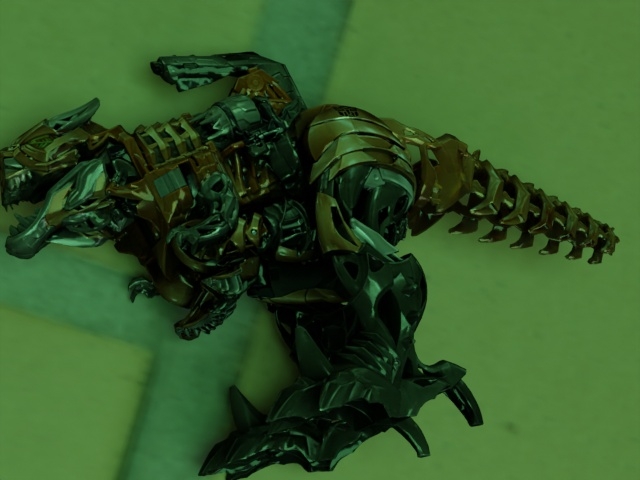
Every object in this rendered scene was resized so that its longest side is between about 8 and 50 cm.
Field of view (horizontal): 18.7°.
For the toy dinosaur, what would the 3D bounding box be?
[{"bbox_3d":[0.000,0.000,1.013,0.322,0.164,0.218,-6,72,3],"label":"toy dinosaur"}]
